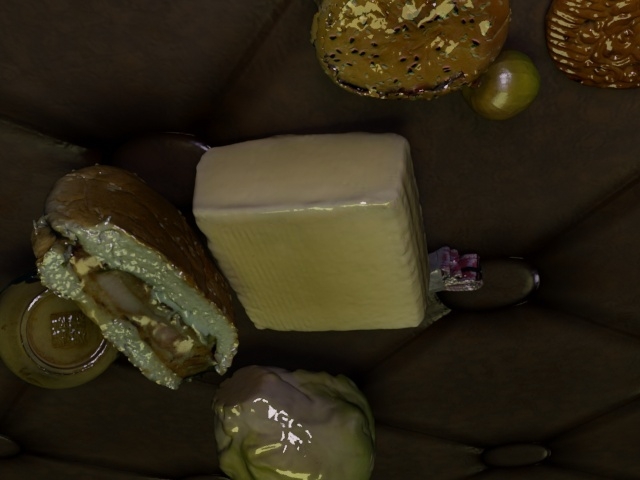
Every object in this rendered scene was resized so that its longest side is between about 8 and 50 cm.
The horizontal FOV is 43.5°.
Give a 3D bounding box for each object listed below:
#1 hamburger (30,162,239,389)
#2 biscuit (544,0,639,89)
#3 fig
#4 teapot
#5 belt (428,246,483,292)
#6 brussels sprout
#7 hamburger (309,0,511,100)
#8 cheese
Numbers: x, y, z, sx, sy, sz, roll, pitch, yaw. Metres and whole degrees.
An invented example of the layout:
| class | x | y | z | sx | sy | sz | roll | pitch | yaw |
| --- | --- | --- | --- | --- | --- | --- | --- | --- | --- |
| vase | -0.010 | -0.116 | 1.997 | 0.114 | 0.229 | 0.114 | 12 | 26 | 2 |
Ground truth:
| class | x | y | z | sx | sy | sz | roll | pitch | yaw |
| --- | --- | --- | --- | --- | --- | --- | --- | --- | --- |
| hamburger | -0.209 | 0.030 | 0.939 | 0.133 | 0.211 | 0.309 | -33 | 130 | 6 |
| biscuit | 0.310 | -0.213 | 0.767 | 0.188 | 0.027 | 0.187 | 0 | 145 | 0 |
| fig | 0.187 | -0.158 | 0.807 | 0.088 | 0.074 | 0.074 | -2 | 149 | -30 |
| teapot | -0.353 | 0.112 | 1.122 | 0.270 | 0.173 | 0.183 | -7 | -176 | -27 |
| belt | 0.106 | 0.053 | 1.113 | 0.232 | 0.053 | 0.071 | -10 | 139 | 12 |
| brussels sprout | -0.039 | 0.333 | 1.360 | 0.274 | 0.242 | 0.316 | 14 | 144 | 22 |
| hamburger | 0.067 | -0.204 | 0.704 | 0.186 | 0.113 | 0.177 | 17 | 142 | -24 |
| cheese | 0.000 | 0.000 | 0.970 | 0.243 | 0.123 | 0.265 | 1 | 146 | 15 |
